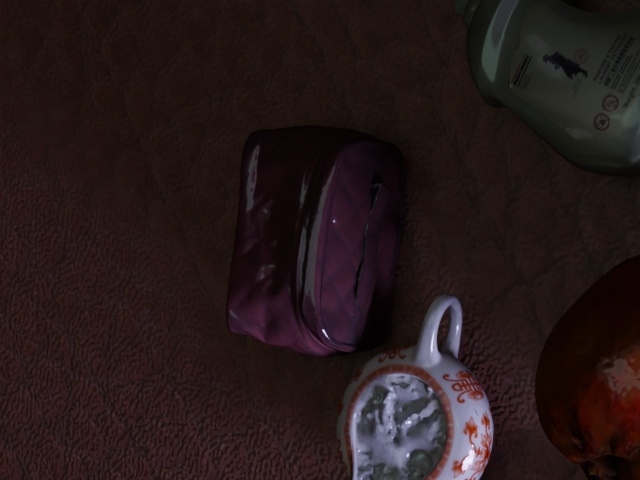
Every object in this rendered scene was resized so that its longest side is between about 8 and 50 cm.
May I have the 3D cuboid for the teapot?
[{"bbox_3d":[0.093,0.169,1.781,0.159,0.116,0.245,13,96,43],"label":"teapot"}]

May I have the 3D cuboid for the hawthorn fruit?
[{"bbox_3d":[0.313,0.103,1.607,0.224,0.224,0.261,27,76,29],"label":"hawthorn fruit"}]

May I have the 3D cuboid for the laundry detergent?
[{"bbox_3d":[0.232,-0.176,1.733,0.253,0.091,0.181,32,100,29],"label":"laundry detergent"}]

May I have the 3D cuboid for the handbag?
[{"bbox_3d":[0.000,0.000,1.827,0.135,0.146,0.225,6,87,34],"label":"handbag"}]
